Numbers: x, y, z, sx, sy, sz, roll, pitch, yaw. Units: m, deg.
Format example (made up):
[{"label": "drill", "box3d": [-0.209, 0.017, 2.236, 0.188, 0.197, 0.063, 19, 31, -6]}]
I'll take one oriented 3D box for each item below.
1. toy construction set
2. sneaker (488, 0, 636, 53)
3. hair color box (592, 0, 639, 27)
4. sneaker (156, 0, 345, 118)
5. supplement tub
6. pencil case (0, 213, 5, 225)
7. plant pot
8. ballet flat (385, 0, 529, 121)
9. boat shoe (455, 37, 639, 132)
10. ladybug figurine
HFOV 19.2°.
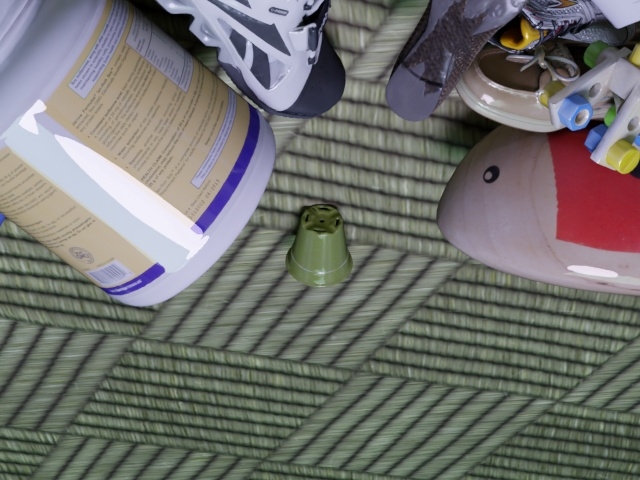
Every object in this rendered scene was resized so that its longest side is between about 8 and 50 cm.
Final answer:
[{"label": "toy construction set", "box3d": [0.391, -0.193, 1.892, 0.328, 0.151, 0.215, -40, 141, 14]}, {"label": "sneaker", "box3d": [0.216, -0.224, 1.912, 0.225, 0.092, 0.088, 8, 148, -20]}, {"label": "hair color box", "box3d": [0.262, -0.340, 1.701, 0.174, 0.105, 0.347, -21, 147, 26]}, {"label": "sneaker", "box3d": [-0.038, -0.228, 1.848, 0.146, 0.122, 0.330, -17, 148, 26]}, {"label": "supplement tub", "box3d": [-0.234, -0.118, 1.839, 0.331, 0.241, 0.241, 40, 132, -24]}, {"label": "pencil case", "box3d": [-0.382, -0.085, 2.060, 0.133, 0.119, 0.306, -15, 159, -32]}, {"label": "plant pot", "box3d": [0.000, 0.000, 2.308, 0.083, 0.083, 0.079, -1, 137, -4]}, {"label": "ballet flat", "box3d": [0.138, -0.211, 1.815, 0.084, 0.058, 0.250, 35, 132, 3]}, {"label": "boat shoe", "box3d": [0.276, -0.179, 2.002, 0.285, 0.104, 0.089, -3, 143, -25]}, {"label": "ladybug figurine", "box3d": [0.355, -0.050, 2.090, 0.449, 0.305, 0.162, 2, 110, -12]}]
